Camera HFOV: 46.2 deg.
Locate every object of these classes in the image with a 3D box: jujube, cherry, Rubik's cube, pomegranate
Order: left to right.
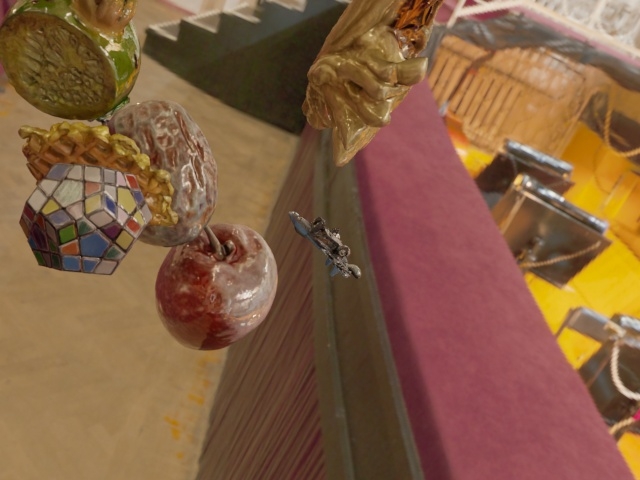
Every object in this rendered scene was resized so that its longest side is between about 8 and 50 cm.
[{"bbox_3d":[-0.346,-0.303,1.074,0.189,0.241,0.159,15,47,2],"label":"pomegranate"},{"bbox_3d":[-0.204,-0.019,0.653,0.093,0.111,0.111,36,21,-12],"label":"Rubik's cube"},{"bbox_3d":[-0.348,-0.134,1.619,0.215,0.246,0.308,-16,81,-52],"label":"jujube"},{"bbox_3d":[-0.258,0.115,1.861,0.291,0.326,0.335,32,-20,8],"label":"cherry"}]

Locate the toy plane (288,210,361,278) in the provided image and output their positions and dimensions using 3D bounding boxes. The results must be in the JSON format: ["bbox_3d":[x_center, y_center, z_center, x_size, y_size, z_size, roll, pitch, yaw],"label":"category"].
[{"bbox_3d":[0.006,-0.005,1.720,0.246,0.078,0.169,52,10,-43],"label":"toy plane"}]

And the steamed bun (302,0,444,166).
[{"bbox_3d":[0.083,-0.275,1.248,0.247,0.428,0.189,-34,79,-38],"label":"steamed bun"}]

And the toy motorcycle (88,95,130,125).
[{"bbox_3d":[-0.535,-0.346,1.900,0.074,0.106,0.190,42,12,-6],"label":"toy motorcycle"}]

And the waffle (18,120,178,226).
[{"bbox_3d":[-0.331,-0.097,1.130,0.243,0.238,0.059,9,57,12],"label":"waffle"}]
